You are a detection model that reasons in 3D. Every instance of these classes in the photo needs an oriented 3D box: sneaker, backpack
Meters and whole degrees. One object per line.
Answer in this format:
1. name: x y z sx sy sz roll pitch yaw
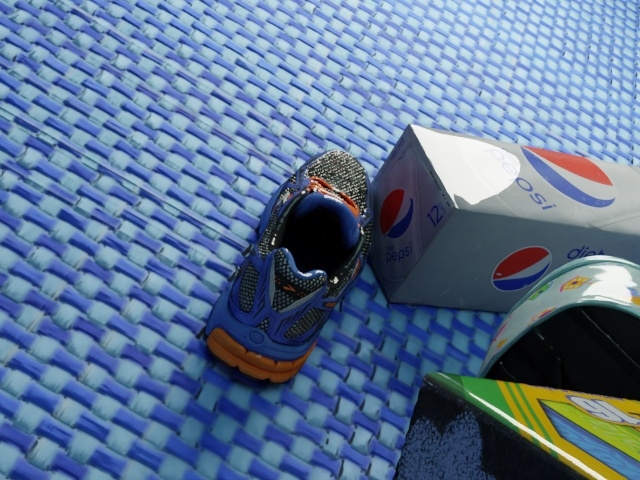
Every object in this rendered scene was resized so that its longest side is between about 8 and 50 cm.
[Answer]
1. sneaker: 0.000 0.000 0.757 0.083 0.087 0.221 29 35 -6
2. backpack: 0.188 0.100 0.712 0.188 0.166 0.144 33 33 -4

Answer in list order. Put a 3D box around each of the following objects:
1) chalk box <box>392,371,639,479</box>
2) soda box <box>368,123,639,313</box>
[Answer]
1. chalk box: 0.159 0.190 0.466 0.179 0.180 0.289 11 10 -28
2. soda box: 0.172 -0.006 0.893 0.286 0.098 0.091 6 42 -32
